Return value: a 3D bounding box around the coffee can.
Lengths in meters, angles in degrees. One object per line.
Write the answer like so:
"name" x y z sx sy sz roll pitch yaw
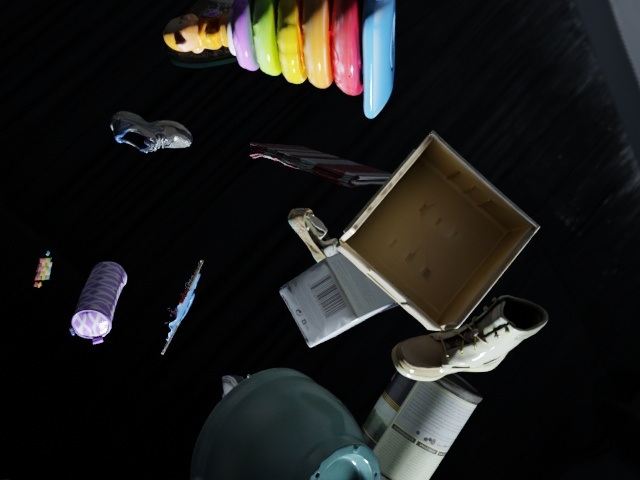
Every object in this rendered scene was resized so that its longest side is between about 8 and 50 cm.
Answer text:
"coffee can" 0.221 0.424 1.662 0.201 0.275 0.201 32 -178 -1

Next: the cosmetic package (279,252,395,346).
"cosmetic package" 0.040 0.123 1.586 0.183 0.151 0.151 -11 -110 -57

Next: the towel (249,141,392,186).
"towel" 0.015 -0.186 1.762 0.329 0.037 0.237 21 -164 31

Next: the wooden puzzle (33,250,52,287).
"wooden puzzle" -0.614 0.063 1.571 0.006 0.083 0.049 12 -178 10

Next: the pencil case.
"pencil case" -0.476 0.130 1.543 0.206 0.086 0.088 -93 -16 -58

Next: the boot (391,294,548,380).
"boot" 0.231 0.150 1.102 0.165 0.213 0.077 -55 42 49

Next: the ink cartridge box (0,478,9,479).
"ink cartridge box" -0.769 0.649 1.534 0.330 0.072 0.324 21 -172 41

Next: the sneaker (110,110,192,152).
"sneaker" -0.277 -0.166 1.164 0.052 0.135 0.058 120 148 -41

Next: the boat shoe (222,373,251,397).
"boat shoe" -0.173 0.357 1.597 0.255 0.079 0.095 102 149 -57

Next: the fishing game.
"fishing game" -0.351 0.159 1.773 0.041 0.189 0.264 24 141 -4

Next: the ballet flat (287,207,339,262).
"ballet flat" 0.000 0.000 1.763 0.067 0.073 0.206 -20 120 41

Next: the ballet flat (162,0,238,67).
"ballet flat" -0.073 -0.425 1.269 0.164 0.482 0.182 31 125 36

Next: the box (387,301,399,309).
"box" 0.187 0.109 1.808 0.029 0.162 0.116 -148 40 -74

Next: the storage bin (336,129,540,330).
"storage bin" 0.207 -0.009 1.312 0.262 0.260 0.123 41 171 -3

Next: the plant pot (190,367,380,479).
"plant pot" -0.031 0.373 1.128 0.196 0.293 0.293 13 149 46

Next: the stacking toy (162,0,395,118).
"stacking toy" -0.056 -0.268 0.903 0.301 0.175 0.166 3 137 8
